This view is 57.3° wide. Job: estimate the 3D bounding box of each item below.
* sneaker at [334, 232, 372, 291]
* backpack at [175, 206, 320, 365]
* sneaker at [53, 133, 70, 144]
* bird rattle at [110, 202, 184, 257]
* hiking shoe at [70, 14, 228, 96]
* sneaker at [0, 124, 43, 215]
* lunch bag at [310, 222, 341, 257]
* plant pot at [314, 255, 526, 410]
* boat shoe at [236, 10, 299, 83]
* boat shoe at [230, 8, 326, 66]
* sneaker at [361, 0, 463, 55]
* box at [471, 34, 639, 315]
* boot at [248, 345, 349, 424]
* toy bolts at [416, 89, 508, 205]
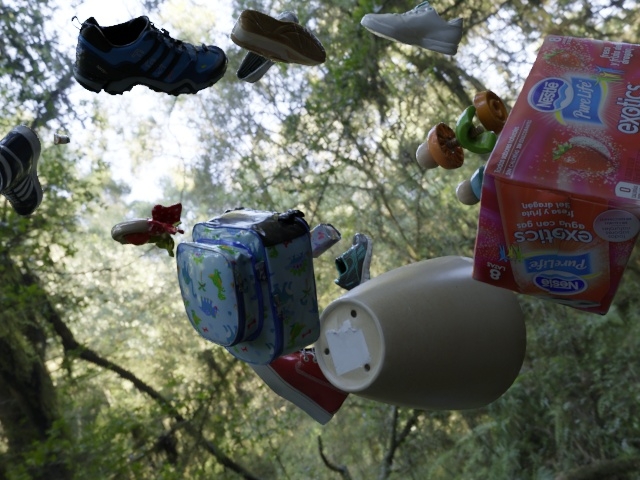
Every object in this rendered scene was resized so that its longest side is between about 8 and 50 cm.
[{"bbox_3d":[0.069,0.043,1.283,0.076,0.166,0.065,20,-44,-15],"label":"sneaker"},{"bbox_3d":[-0.057,0.039,0.456,0.084,0.114,0.105,-23,20,-38],"label":"backpack"},{"bbox_3d":[-0.709,-0.275,1.607,0.037,0.083,0.031,-3,-73,-36],"label":"sneaker"},{"bbox_3d":[-0.491,-0.020,1.677,0.207,0.142,0.253,-7,-4,-11],"label":"bird rattle"},{"bbox_3d":[-0.303,-0.350,1.098,0.304,0.113,0.132,-17,-34,-35],"label":"hiking shoe"},{"bbox_3d":[-0.751,-0.132,1.399,0.282,0.099,0.153,-61,2,44],"label":"sneaker"},{"bbox_3d":[0.000,0.000,1.230,0.071,0.053,0.083,-38,-17,19],"label":"lunch bag"},{"bbox_3d":[0.130,0.148,0.885,0.274,0.256,0.256,3,-37,-47],"label":"plant pot"},{"bbox_3d":[-0.140,-0.504,1.553,0.226,0.083,0.076,-50,-3,27],"label":"boat shoe"},{"bbox_3d":[-0.069,-0.319,0.950,0.170,0.062,0.059,12,-26,-37],"label":"boat shoe"},{"bbox_3d":[0.194,-0.456,1.224,0.080,0.213,0.094,-96,20,-70],"label":"sneaker"},{"bbox_3d":[0.236,-0.074,0.548,0.256,0.123,0.128,-56,-28,-38],"label":"box"},{"bbox_3d":[-0.011,0.188,0.990,0.176,0.088,0.244,-48,-54,-2],"label":"boot"},{"bbox_3d":[0.332,-0.187,1.277,0.159,0.228,0.218,-25,22,42],"label":"toy bolts"}]
